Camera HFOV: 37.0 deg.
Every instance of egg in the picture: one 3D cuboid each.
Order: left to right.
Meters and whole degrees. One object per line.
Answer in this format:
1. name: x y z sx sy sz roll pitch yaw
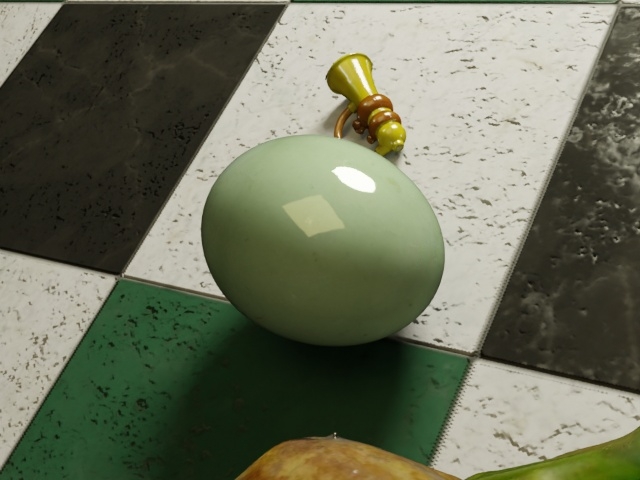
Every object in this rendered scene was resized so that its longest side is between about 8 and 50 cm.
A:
1. egg: 0.000 0.000 0.691 0.192 0.149 0.149 17 64 38

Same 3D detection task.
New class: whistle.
1. whistle: 0.036 -0.112 0.839 0.057 0.046 0.109 -18 52 -5

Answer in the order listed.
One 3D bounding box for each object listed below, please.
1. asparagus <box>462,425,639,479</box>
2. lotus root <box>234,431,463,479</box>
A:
1. asparagus: 0.204 0.131 0.512 0.343 0.082 0.085 -21 72 24
2. lotus root: 0.055 0.218 0.469 0.193 0.193 0.291 -46 46 -11
